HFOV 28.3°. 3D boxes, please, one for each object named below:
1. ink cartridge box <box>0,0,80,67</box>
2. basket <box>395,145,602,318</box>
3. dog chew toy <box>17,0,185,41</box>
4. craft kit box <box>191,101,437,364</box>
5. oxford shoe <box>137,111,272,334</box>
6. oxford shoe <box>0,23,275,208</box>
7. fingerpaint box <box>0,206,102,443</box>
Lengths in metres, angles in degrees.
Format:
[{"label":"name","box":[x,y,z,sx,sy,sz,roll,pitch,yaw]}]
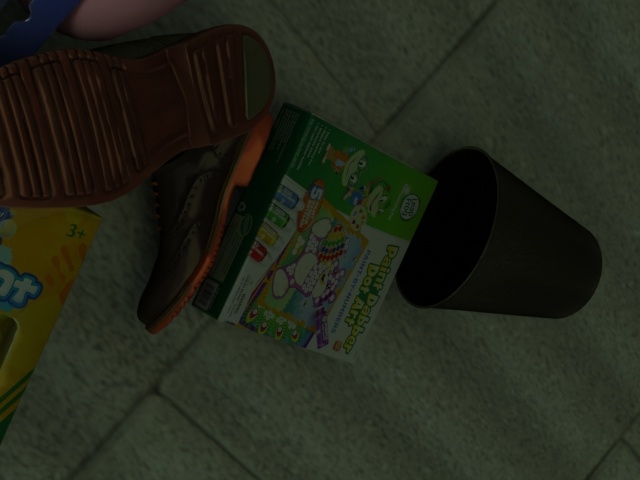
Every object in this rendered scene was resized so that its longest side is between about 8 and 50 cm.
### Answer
[{"label":"ink cartridge box","box":[-0.359,-0.237,1.050,0.307,0.072,0.304,33,130,-25]},{"label":"basket","box":[0.232,0.011,1.583,0.227,0.154,0.204,18,97,-38]},{"label":"dog chew toy","box":[-0.236,-0.353,1.156,0.207,0.207,0.331,-34,111,-19]},{"label":"craft kit box","box":[0.000,0.000,1.460,0.247,0.061,0.249,22,93,-50]},{"label":"oxford shoe","box":[-0.150,-0.033,1.377,0.098,0.097,0.271,25,85,-16]},{"label":"oxford shoe","box":[-0.222,-0.114,1.200,0.397,0.147,0.140,-19,106,-46]},{"label":"fingerpaint box","box":[-0.480,0.056,1.141,0.445,0.163,0.371,24,92,-35]}]
